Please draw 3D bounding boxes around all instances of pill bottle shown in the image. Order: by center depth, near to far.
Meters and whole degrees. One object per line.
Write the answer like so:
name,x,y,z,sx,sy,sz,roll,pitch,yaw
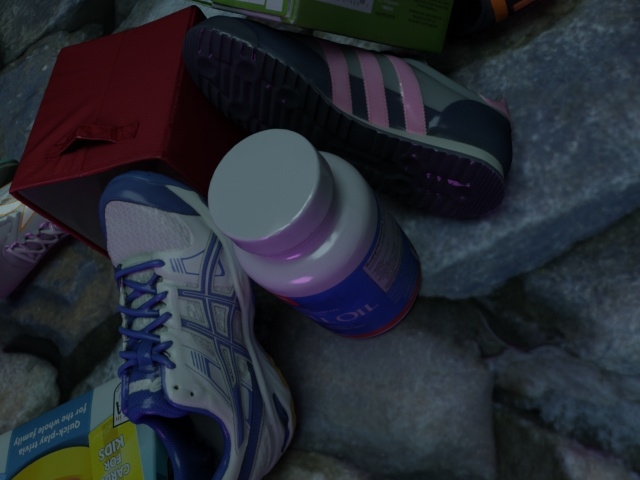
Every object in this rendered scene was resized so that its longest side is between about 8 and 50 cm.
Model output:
pill bottle,0.000,0.000,0.543,0.124,0.221,0.124,-10,64,22

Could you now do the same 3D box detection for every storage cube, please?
storage cube,-0.172,-0.099,0.681,0.184,0.215,0.193,-9,58,22

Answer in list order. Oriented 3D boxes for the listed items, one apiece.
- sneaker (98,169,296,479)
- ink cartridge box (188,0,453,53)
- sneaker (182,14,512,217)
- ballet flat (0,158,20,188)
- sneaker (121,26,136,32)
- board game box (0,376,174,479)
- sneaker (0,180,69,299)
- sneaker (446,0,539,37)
sneaker,-0.116,0.084,0.532,0.112,0.131,0.296,-21,98,30
ink cartridge box,-0.024,-0.259,0.619,0.255,0.189,0.096,30,116,43
sneaker,0.033,-0.138,0.603,0.319,0.112,0.131,26,58,-5
ballet flat,-0.501,-0.046,0.906,0.213,0.072,0.068,-23,87,16
sneaker,-0.261,-0.237,0.863,0.063,0.075,0.170,-19,61,17
board game box,-0.219,0.307,0.553,0.254,0.079,0.335,-28,47,14
sneaker,-0.347,-0.033,0.803,0.121,0.099,0.262,23,80,27
sneaker,0.120,-0.354,0.705,0.180,0.124,0.321,-35,58,7
